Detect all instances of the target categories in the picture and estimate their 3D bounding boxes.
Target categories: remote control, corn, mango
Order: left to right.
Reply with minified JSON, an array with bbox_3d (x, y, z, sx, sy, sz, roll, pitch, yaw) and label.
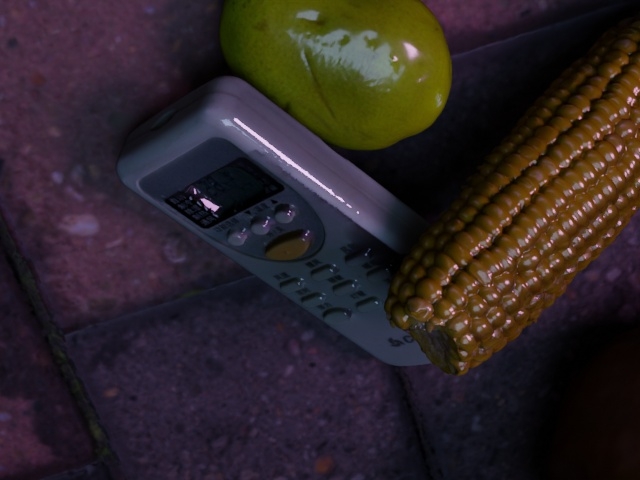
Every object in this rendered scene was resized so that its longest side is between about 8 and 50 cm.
[{"bbox_3d":[0.000,0.000,0.935,0.296,0.056,0.140,37,144,-26],"label":"remote control"},{"bbox_3d":[0.010,-0.124,0.883,0.163,0.089,0.117,15,125,-4],"label":"mango"},{"bbox_3d":[0.168,-0.042,0.885,0.318,0.115,0.115,-46,120,-16],"label":"corn"}]

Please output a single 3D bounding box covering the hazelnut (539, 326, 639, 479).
[{"bbox_3d":[0.342,0.229,0.996,0.365,0.366,0.366,-4,120,-7],"label":"hazelnut"}]
